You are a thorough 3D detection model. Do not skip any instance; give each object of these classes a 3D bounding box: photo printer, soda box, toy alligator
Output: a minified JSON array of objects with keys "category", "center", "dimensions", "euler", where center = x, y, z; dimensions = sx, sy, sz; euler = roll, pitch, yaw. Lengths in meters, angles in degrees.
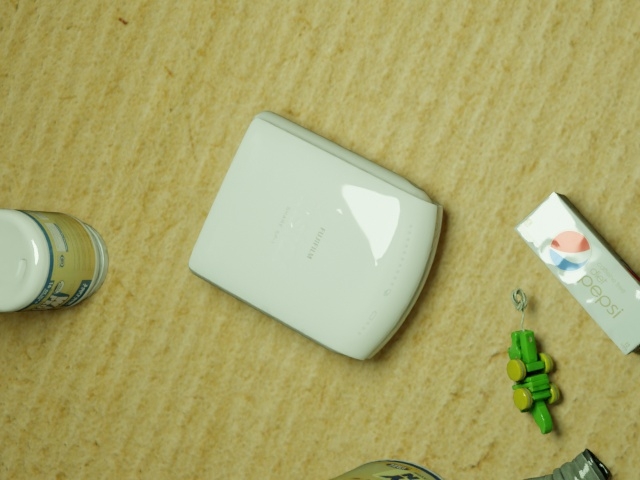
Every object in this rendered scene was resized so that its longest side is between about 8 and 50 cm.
[{"category":"photo printer","center":[0.000,0.000,1.763],"dimensions":[0.307,0.107,0.256],"euler":[29,99,19]},{"category":"soda box","center":[0.346,0.040,1.652],"dimensions":[0.074,0.069,0.216],"euler":[-44,75,15]},{"category":"toy alligator","center":[0.264,0.158,1.693],"dimensions":[0.051,0.056,0.190],"euler":[-22,79,60]}]

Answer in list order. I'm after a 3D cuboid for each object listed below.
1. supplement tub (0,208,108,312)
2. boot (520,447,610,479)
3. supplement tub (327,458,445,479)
[{"category":"supplement tub","center":[-0.407,0.029,1.867],"dimensions":[0.144,0.199,0.144],"euler":[0,89,21]},{"category":"boot","center":[0.328,0.401,1.650],"dimensions":[0.161,0.083,0.247],"euler":[-22,83,13]},{"category":"supplement tub","center":[0.054,0.404,1.623],"dimensions":[0.228,0.316,0.228],"euler":[0,89,20]}]
